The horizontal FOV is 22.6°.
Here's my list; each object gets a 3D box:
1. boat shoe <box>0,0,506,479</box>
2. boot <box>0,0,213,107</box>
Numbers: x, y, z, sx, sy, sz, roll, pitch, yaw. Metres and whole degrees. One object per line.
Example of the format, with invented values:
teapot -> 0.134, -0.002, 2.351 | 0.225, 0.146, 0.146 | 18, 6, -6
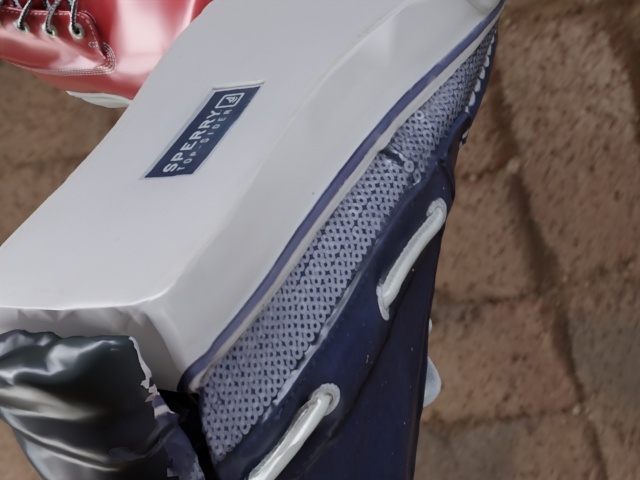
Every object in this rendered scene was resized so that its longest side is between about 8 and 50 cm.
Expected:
boat shoe -> 0.000, 0.000, 0.630 | 0.127, 0.340, 0.158 | 0, 125, 35
boot -> -0.146, -0.127, 0.826 | 0.176, 0.088, 0.244 | 18, 171, -29
